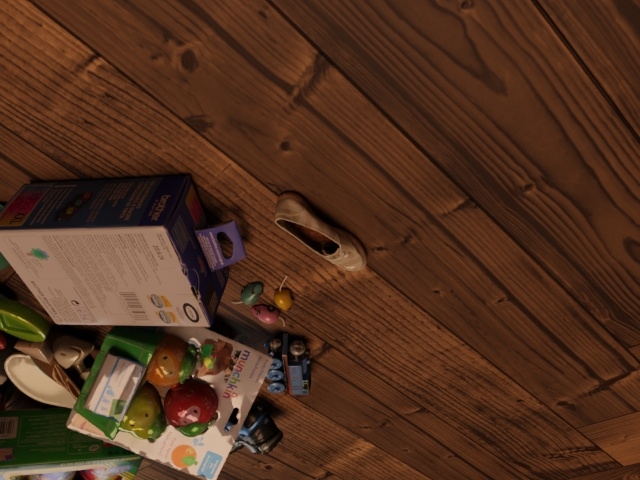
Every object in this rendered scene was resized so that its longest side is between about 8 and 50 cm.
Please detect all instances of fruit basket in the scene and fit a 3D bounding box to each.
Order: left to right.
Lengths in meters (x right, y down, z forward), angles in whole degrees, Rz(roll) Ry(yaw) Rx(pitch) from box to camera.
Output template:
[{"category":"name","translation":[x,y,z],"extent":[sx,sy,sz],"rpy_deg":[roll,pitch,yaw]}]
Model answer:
[{"category":"fruit basket","translation":[-0.329,0.334,1.217],"extent":[0.353,0.165,0.326],"rpy_deg":[26,94,-1]}]

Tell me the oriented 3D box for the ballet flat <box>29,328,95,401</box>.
[{"category":"ballet flat","translation":[-0.566,0.323,1.349],"extent":[0.124,0.116,0.342],"rpy_deg":[-40,88,30]}]

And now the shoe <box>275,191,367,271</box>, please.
[{"category":"shoe","translation":[0.000,0.000,1.017],"extent":[0.219,0.058,0.077],"rpy_deg":[38,129,-25]}]

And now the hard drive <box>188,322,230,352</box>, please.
[{"category":"hard drive","translation":[-0.281,0.213,1.302],"extent":[0.094,0.022,0.135],"rpy_deg":[-14,131,23]}]

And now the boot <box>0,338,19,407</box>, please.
[{"category":"boot","translation":[-0.961,0.228,1.333],"extent":[0.446,0.146,0.366],"rpy_deg":[19,110,-19]}]

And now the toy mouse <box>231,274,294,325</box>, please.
[{"category":"toy mouse","translation":[-0.127,0.139,1.195],"extent":[0.143,0.031,0.160],"rpy_deg":[-2,134,11]}]

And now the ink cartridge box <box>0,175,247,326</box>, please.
[{"category":"ink cartridge box","translation":[-0.345,0.028,1.039],"extent":[0.396,0.151,0.269],"rpy_deg":[0,135,12]}]

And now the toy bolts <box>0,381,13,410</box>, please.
[{"category":"toy bolts","translation":[-0.970,0.391,1.536],"extent":[0.229,0.218,0.158],"rpy_deg":[9,167,-23]}]

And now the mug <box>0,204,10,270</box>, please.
[{"category":"mug","translation":[-0.662,0.003,1.085],"extent":[0.158,0.129,0.097],"rpy_deg":[3,137,11]}]

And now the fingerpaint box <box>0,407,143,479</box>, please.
[{"category":"fingerpaint box","translation":[-0.759,0.627,1.599],"extent":[0.445,0.163,0.371],"rpy_deg":[6,139,-25]}]

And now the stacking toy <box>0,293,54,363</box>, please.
[{"category":"stacking toy","translation":[-0.698,0.130,1.225],"extent":[0.280,0.130,0.309],"rpy_deg":[22,145,-5]}]

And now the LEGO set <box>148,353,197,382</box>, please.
[{"category":"LEGO set","translation":[-0.445,0.328,1.384],"extent":[0.287,0.107,0.132],"rpy_deg":[-12,131,21]}]

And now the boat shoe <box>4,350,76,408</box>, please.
[{"category":"boat shoe","translation":[-0.652,0.362,1.453],"extent":[0.320,0.099,0.116],"rpy_deg":[33,104,-24]}]

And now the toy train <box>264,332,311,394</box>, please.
[{"category":"toy train","translation":[-0.075,0.292,1.311],"extent":[0.105,0.080,0.184],"rpy_deg":[-2,132,-1]}]

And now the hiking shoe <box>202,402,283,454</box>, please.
[{"category":"hiking shoe","translation":[-0.238,0.517,1.561],"extent":[0.304,0.113,0.132],"rpy_deg":[-18,99,33]}]
